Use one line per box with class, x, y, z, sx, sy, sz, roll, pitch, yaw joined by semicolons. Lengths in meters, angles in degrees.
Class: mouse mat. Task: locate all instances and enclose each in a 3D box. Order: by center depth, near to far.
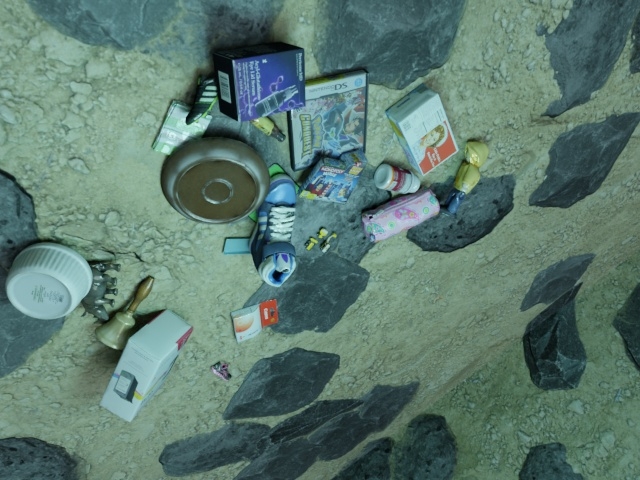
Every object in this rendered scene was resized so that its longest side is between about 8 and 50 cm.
mouse mat;-0.169;-0.144;1.578;0.190;0.007;0.152;-38;136;7

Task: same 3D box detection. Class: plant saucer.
plant saucer;-0.296;-0.151;1.426;0.311;0.050;0.310;-7;135;-7
plant saucer;-0.232;0.016;1.676;0.192;0.018;0.067;-2;128;-29

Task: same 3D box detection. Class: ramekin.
ramekin;-0.748;0.119;1.364;0.207;0.109;0.207;-3;122;-4

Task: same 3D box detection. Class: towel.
towel;-0.368;-0.288;1.327;0.113;0.023;0.152;15;119;-37

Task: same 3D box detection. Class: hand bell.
hand bell;-0.606;0.217;1.601;0.126;0.126;0.242;27;99;-42

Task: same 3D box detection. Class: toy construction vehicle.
toy construction vehicle;0.000;0.000;1.787;0.086;0.035;0.098;28;109;-31

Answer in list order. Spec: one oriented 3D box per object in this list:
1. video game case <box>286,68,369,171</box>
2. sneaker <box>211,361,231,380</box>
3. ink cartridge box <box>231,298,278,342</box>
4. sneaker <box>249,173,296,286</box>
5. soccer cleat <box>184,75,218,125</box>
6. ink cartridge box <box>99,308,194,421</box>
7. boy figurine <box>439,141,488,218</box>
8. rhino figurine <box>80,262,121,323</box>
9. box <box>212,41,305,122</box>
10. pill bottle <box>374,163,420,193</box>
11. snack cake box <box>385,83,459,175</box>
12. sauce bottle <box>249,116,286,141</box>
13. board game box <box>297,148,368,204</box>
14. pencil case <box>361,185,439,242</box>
video game case;0.024;-0.352;1.483;0.249;0.035;0.274;-17;134;-16
sneaker;-0.390;0.528;2.023;0.057;0.047;0.119;-44;138;-5
ink cartridge box;-0.246;0.309;1.908;0.180;0.045;0.145;-14;134;-15
sneaker;-0.118;-0.014;1.540;0.130;0.236;0.322;4;122;-31
soccer cleat;-0.294;-0.371;1.265;0.072;0.060;0.179;42;86;-30
ink cartridge box;-0.580;0.414;1.670;0.131;0.226;0.306;31;114;2
boy figurine;0.517;-0.220;1.802;0.092;0.177;0.285;21;111;1
rhino figurine;-0.676;0.163;1.511;0.107;0.073;0.243;12;123;-14
box;-0.148;-0.401;1.248;0.207;0.108;0.153;-23;129;-29
pill bottle;0.266;-0.208;1.711;0.152;0.086;0.086;8;123;-35
snack cake box;0.335;-0.354;1.620;0.152;0.089;0.264;-37;136;2
sauce bottle;-0.149;-0.321;1.408;0.042;0.042;0.128;-46;133;13
board game box;0.049;-0.209;1.569;0.194;0.060;0.194;6;136;-39
pencil case;0.283;-0.094;1.796;0.284;0.124;0.124;-23;135;-8
